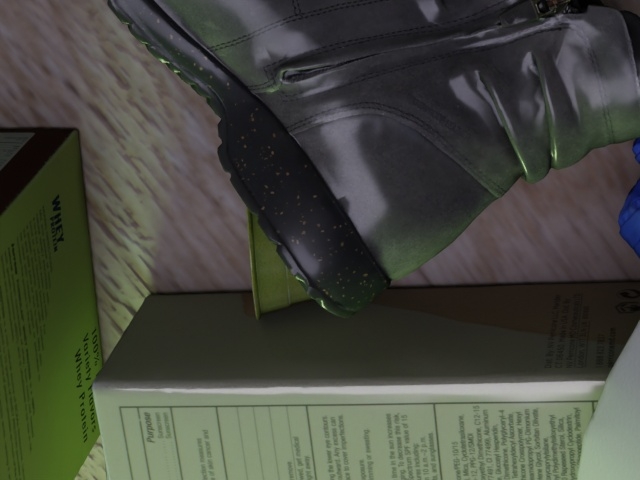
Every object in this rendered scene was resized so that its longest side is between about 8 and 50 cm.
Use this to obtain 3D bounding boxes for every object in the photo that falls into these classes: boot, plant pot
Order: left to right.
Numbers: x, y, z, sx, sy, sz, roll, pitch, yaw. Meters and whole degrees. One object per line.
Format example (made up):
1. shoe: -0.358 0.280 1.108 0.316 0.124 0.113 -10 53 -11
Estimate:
1. plant pot: 0.000 0.000 1.012 0.079 0.083 0.083 -5 113 1
2. boot: 0.010 -0.150 0.928 0.223 0.118 0.338 -35 93 6

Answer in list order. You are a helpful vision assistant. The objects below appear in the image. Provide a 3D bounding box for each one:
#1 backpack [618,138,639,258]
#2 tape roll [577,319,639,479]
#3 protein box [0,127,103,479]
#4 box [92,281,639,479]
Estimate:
1. backpack: 0.213 -0.030 0.941 0.101 0.098 0.120 50 117 20
2. tape roll: 0.264 0.098 0.892 0.286 0.100 0.286 -20 130 -26
3. protein box: -0.219 0.062 1.009 0.136 0.201 0.200 2 114 11
4. box: 0.041 0.113 1.024 0.311 0.121 0.148 0 115 12
